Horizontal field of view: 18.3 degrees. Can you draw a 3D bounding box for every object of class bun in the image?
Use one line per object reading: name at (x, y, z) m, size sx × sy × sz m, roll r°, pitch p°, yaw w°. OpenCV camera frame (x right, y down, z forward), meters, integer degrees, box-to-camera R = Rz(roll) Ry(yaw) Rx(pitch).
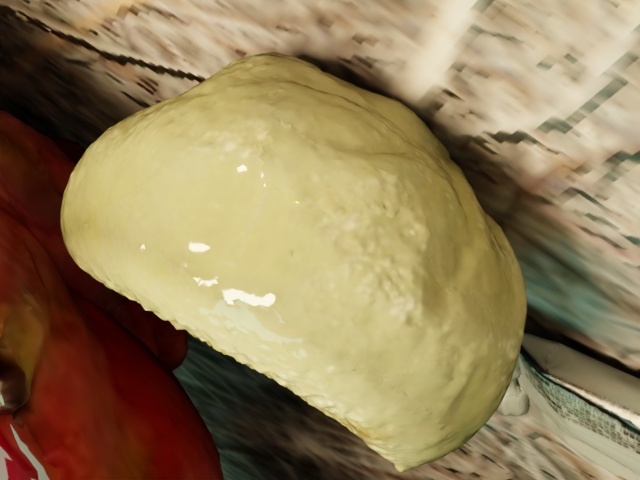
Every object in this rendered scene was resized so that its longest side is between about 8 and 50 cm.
bun at (0.000, 0.000, 0.349) m, size 0.086 × 0.055 × 0.086 m, roll 33°, pitch 175°, yaw 3°

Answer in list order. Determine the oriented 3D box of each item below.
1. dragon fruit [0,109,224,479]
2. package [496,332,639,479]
dragon fruit at (-0.165, -0.040, 0.474) m, size 0.286 × 0.228 × 0.329 m, roll -30°, pitch 97°, yaw 34°
package at (0.079, 0.045, 0.385) m, size 0.110 × 0.015 × 0.037 m, roll 25°, pitch 160°, yaw 26°
